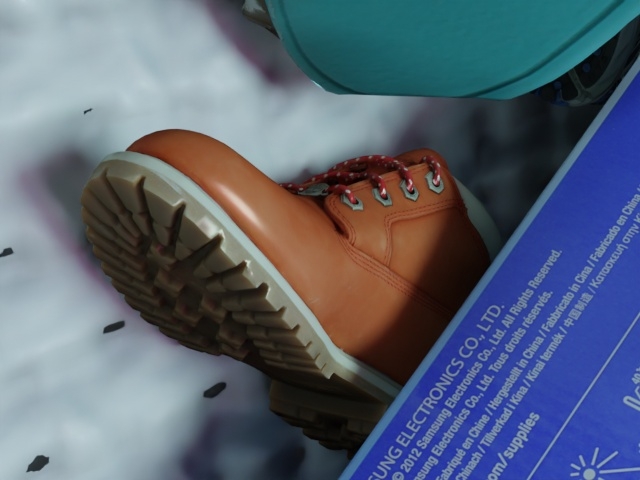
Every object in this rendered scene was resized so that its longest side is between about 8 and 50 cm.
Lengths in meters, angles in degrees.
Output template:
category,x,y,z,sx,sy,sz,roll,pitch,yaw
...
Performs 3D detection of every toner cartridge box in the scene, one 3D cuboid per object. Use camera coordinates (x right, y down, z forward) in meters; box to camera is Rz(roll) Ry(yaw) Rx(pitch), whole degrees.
category,x,y,z,sx,sy,sz,roll,pitch,yaw
toner cartridge box,0.108,0.042,0.414,0.348,0.075,0.165,-52,147,-15

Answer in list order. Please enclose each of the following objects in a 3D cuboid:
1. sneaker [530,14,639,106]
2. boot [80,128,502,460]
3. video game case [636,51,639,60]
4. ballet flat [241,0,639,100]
category,x,y,z,sx,sy,sz,roll,pitch,yaw
sneaker,0.101,-0.107,0.465,0.058,0.052,0.135,12,97,-54
boot,0.000,0.000,0.382,0.158,0.059,0.085,43,66,-49
video game case,0.146,-0.050,0.501,0.157,0.019,0.143,29,82,-58
ballet flat,0.074,-0.192,0.259,0.147,0.147,0.409,-39,163,-32
